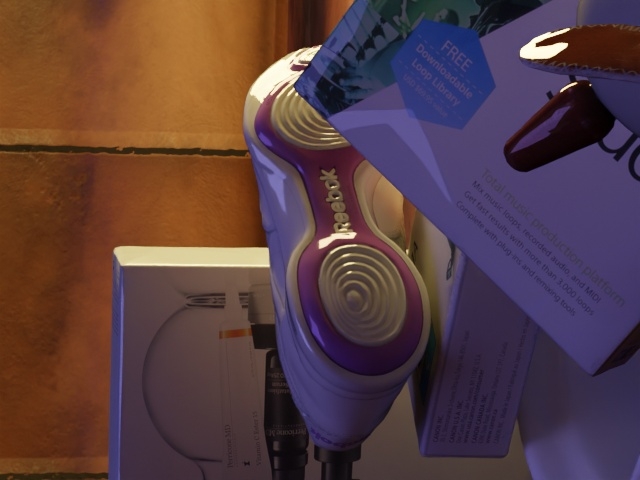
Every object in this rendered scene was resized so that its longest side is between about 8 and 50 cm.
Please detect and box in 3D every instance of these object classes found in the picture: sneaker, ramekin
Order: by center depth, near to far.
[{"bbox_3d":[0.216,0.041,1.097,0.277,0.135,0.277,-179,90,-78],"label":"ramekin"},{"bbox_3d":[0.000,0.000,1.223,0.152,0.114,0.305,102,168,-51],"label":"sneaker"}]

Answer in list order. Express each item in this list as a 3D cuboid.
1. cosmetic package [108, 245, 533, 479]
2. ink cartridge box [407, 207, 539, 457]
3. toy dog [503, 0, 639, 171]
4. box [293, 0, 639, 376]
[{"bbox_3d":[0.020,0.152,1.454,0.097,0.377,0.284,-137,48,-76],"label":"cosmetic package"},{"bbox_3d":[0.100,-0.051,1.176,0.261,0.066,0.296,-96,11,-49],"label":"ink cartridge box"},{"bbox_3d":[0.141,-0.049,0.642,0.220,0.161,0.334,48,-168,3],"label":"toy dog"},{"bbox_3d":[0.161,-0.124,0.911,0.322,0.232,0.058,-52,-18,21],"label":"box"}]
